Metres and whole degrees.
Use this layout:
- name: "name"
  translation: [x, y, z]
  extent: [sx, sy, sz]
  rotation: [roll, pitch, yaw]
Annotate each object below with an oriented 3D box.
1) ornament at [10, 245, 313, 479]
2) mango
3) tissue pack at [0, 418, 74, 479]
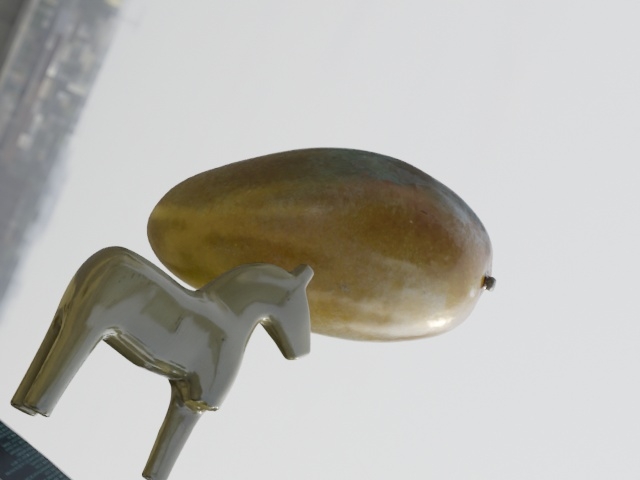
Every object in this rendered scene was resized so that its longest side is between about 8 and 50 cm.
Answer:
- name: "ornament"
  translation: [-0.120, 0.088, 1.679]
  extent: [0.061, 0.230, 0.245]
  rotation: [-7, -127, 60]
- name: "mango"
  translation: [0.000, 0.000, 2.047]
  extent: [0.221, 0.384, 0.199]
  rotation: [-69, 165, -54]
- name: "tissue pack"
  translation: [-0.438, 0.368, 2.158]
  extent: [0.253, 0.264, 0.416]
  rotation: [-52, 177, 14]
